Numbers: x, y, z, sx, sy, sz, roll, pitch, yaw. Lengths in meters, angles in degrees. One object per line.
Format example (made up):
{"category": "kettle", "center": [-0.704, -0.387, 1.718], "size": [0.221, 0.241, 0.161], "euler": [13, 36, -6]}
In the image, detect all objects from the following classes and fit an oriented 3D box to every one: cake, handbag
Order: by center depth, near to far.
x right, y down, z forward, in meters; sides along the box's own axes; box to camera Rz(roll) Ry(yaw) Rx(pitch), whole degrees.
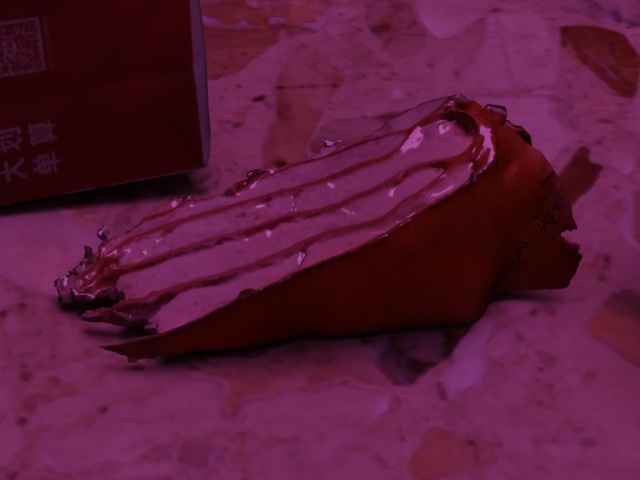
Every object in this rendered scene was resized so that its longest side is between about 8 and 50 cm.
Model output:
{"category": "cake", "center": [-0.002, -0.005, 1.002], "size": [0.287, 0.135, 0.098], "euler": [-12, 54, -9]}
{"category": "handbag", "center": [-0.223, -0.111, 1.087], "size": [0.298, 0.151, 0.171], "euler": [-11, 36, -11]}
